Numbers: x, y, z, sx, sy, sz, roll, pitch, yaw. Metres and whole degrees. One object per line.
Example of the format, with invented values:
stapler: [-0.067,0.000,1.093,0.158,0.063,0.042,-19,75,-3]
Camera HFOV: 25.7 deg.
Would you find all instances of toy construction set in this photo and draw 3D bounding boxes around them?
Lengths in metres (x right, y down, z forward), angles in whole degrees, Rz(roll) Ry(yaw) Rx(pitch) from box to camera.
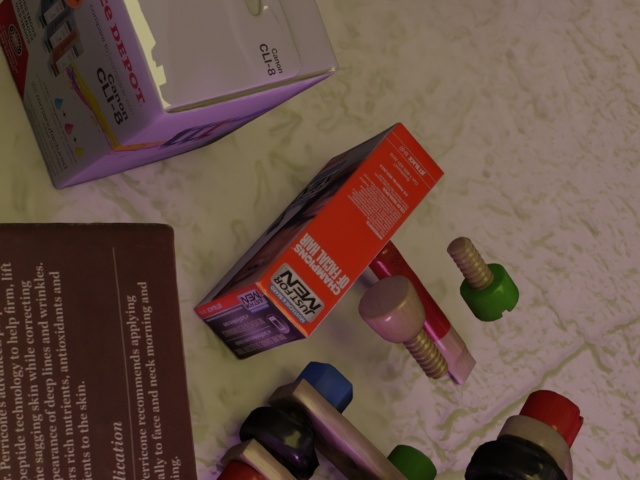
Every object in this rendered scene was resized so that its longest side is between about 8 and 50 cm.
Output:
toy construction set: [0.090,0.173,0.917,0.237,0.258,0.308,53,32,-31]

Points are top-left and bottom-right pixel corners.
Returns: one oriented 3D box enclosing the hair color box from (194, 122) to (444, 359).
hair color box: [0.000,0.000,0.944,0.053,0.093,0.167,47,58,-12]

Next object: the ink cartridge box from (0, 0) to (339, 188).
ink cartridge box: [-0.099,-0.125,0.863,0.127,0.176,0.128,-19,88,-34]

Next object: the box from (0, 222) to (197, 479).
box: [-0.194,0.086,0.756,0.203,0.167,0.168,0,78,-32]
